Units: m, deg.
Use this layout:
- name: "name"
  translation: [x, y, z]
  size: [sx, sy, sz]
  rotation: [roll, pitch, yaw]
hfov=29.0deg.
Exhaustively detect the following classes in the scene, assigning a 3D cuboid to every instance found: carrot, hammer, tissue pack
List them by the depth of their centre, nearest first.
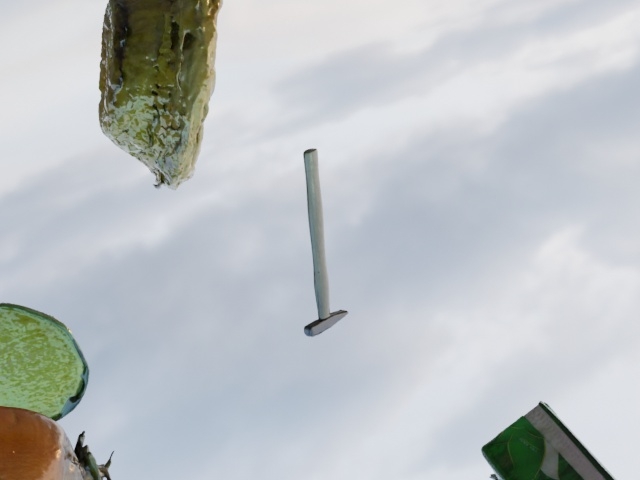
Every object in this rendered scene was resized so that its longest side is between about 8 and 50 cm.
- name: "hammer"
  translation: [0.000, 0.000, 1.284]
  size: [0.013, 0.198, 0.062]
  rotation: [12, -155, 39]
- name: "tissue pack"
  translation: [0.283, 0.324, 1.428]
  size: [0.156, 0.148, 0.209]
  rotation: [-39, -135, 0]
- name: "carrot"
  translation: [-0.397, 0.295, 1.458]
  size: [0.331, 0.214, 0.193]
  rotation: [6, 179, -23]

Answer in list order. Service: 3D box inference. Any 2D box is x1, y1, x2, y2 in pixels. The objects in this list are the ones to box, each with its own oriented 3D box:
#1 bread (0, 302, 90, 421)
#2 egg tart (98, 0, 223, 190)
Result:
- name: "bread"
  translation: [-0.443, 0.179, 1.761]
  size: [0.228, 0.228, 0.033]
  rotation: [-18, -148, 9]
- name: "egg tart"
  translation: [-0.194, -0.199, 1.438]
  size: [0.123, 0.294, 0.294]
  rotation: [7, -165, -15]
